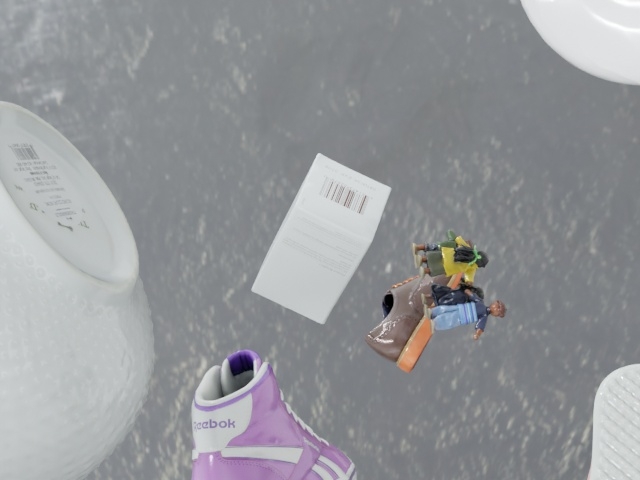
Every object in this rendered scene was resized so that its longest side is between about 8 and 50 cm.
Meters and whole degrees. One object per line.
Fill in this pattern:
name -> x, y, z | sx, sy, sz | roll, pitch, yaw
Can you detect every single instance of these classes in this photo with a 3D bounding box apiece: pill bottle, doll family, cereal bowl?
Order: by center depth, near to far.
cereal bowl -> -0.229, 0.009, 0.862 | 0.141, 0.339, 0.339 | -35, 59, 15
pill bottle -> 0.331, -0.264, 1.132 | 0.224, 0.224, 0.392 | 31, 21, 16
doll family -> 0.203, 0.063, 1.809 | 0.111, 0.076, 0.193 | -6, 67, -3

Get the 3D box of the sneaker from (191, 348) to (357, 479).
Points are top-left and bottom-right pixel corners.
sneaker -> -0.039, 0.183, 1.191 | 0.102, 0.282, 0.161 | -8, 84, 17

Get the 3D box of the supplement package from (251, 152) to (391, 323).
supplement package -> 0.000, 0.000, 1.554 | 0.105, 0.179, 0.105 | 25, 46, -4

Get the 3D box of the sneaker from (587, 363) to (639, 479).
sneaker -> 0.120, 0.119, 0.477 | 0.051, 0.070, 0.134 | 3, 46, 24

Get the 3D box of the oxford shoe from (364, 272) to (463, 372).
oxford shoe -> 0.159, 0.084, 1.992 | 0.098, 0.097, 0.271 | 28, 49, 6
